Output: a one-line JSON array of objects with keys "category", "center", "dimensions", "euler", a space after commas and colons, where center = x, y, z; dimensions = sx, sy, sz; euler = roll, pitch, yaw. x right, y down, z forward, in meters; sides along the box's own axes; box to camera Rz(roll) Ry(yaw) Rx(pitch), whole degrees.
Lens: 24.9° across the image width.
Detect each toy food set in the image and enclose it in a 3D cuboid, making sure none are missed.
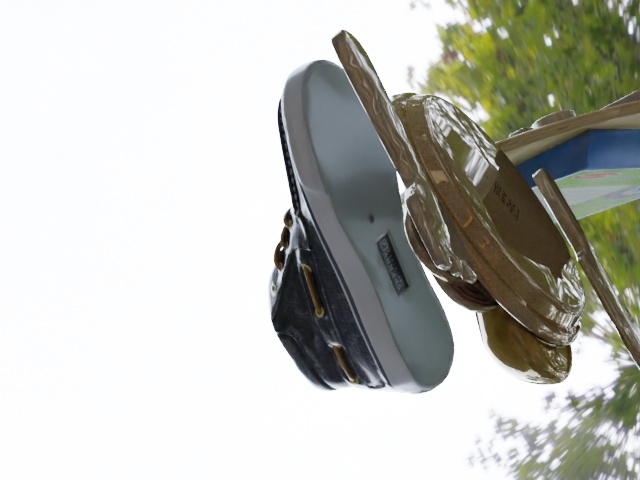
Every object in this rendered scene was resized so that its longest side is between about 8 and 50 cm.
[{"category": "toy food set", "center": [0.062, -0.002, 0.584], "dimensions": [0.038, 0.192, 0.132], "euler": [-36, -124, 20]}]

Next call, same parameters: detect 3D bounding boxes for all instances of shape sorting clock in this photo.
[{"category": "shape sorting clock", "center": [0.137, -0.042, 0.789], "dimensions": [0.206, 0.206, 0.040], "euler": [-13, -99, 11]}]

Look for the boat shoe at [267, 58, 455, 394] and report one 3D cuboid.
[{"category": "boat shoe", "center": [0.000, 0.000, 0.758], "dimensions": [0.083, 0.065, 0.183], "euler": [-9, -74, 40]}]
